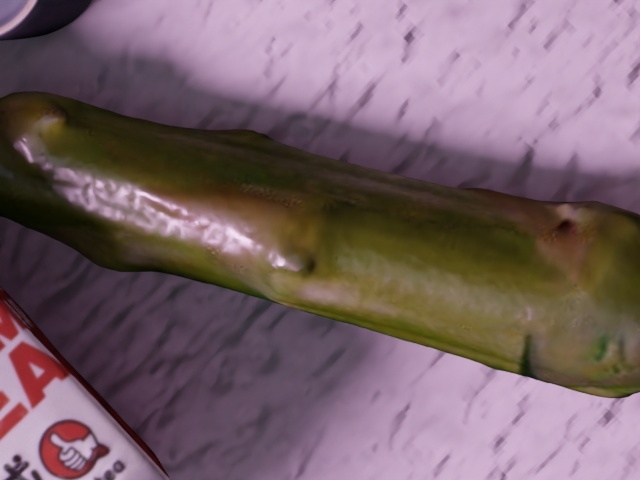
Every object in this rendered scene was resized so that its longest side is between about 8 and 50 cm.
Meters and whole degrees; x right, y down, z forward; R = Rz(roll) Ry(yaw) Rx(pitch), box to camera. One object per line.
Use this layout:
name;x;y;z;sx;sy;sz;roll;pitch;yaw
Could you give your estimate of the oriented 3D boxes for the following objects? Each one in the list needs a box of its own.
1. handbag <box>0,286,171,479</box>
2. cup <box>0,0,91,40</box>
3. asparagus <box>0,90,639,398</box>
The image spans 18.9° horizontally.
handbag;-0.217;0.052;0.812;0.171;0.151;0.298;-44;94;-8
cup;-0.136;-0.133;0.822;0.078;0.077;0.100;14;102;5
asparagus;0.000;-0.002;0.828;0.343;0.085;0.082;13;99;7
